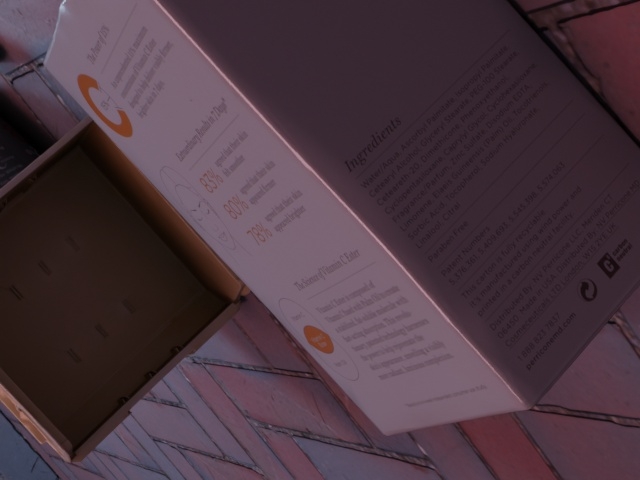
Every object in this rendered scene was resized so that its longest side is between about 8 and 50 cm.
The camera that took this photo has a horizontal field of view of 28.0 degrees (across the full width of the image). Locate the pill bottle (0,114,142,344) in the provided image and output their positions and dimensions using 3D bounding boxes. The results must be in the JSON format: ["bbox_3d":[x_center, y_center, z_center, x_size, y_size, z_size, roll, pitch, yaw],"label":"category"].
[{"bbox_3d":[-0.359,0.011,1.522,0.363,0.210,0.210,42,157,11],"label":"pill bottle"}]

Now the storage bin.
[{"bbox_3d":[-0.250,0.054,1.333,0.260,0.262,0.123,49,158,-6],"label":"storage bin"}]

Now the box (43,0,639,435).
[{"bbox_3d":[0.016,-0.065,0.794,0.345,0.168,0.215,47,158,-4],"label":"box"}]
